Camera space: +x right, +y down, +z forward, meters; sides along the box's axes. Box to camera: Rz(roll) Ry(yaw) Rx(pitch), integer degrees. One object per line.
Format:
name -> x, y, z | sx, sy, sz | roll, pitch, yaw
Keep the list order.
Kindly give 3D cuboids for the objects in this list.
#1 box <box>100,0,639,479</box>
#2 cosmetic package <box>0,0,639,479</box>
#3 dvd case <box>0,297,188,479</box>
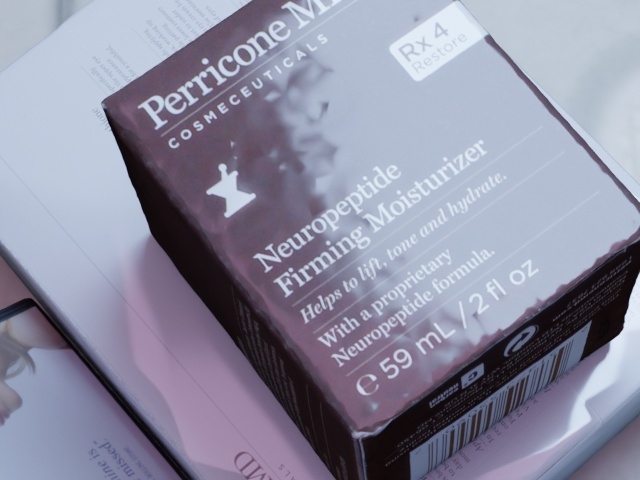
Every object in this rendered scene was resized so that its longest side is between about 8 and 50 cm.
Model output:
box -> 0.027, -0.006, 0.864 | 0.168, 0.167, 0.203 | -36, 72, -9
cosmetic package -> 0.000, 0.000, 1.002 | 0.284, 0.097, 0.377 | -38, 72, -13
dvd case -> -0.189, 0.140, 0.893 | 0.253, 0.022, 0.180 | -27, 68, -43
